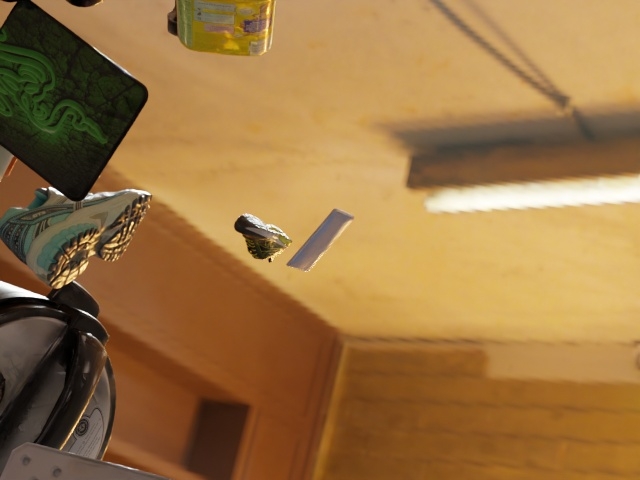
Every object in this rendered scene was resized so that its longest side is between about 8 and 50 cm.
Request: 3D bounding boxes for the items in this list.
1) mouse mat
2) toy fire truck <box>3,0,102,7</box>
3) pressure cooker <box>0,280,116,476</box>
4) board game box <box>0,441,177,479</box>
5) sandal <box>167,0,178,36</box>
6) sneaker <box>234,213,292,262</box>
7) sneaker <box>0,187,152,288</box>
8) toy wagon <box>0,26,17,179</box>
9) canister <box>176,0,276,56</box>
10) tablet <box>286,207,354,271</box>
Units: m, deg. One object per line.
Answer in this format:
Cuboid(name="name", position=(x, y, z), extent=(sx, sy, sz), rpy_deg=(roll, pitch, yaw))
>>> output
Cuboid(name="mouse mat", position=(-0.293, -0.152, 1.472), extent=(0.189, 0.152, 0.007), rpy_deg=(37, 13, 12))
Cuboid(name="toy fire truck", position=(-0.314, -0.379, 1.466), extent=(0.217, 0.246, 0.158), rpy_deg=(4, -25, 1))
Cuboid(name="pressure cooker", position=(-0.517, 0.241, 2.013), extent=(0.420, 0.370, 0.375), rpy_deg=(13, 17, 43))
Cuboid(name="board game box", position=(-0.214, 0.429, 1.370), extent=(0.390, 0.390, 0.050), rpy_deg=(10, -26, 22))
Cuboid(name="sandal", position=(-0.188, -0.420, 2.337), extent=(0.167, 0.107, 0.446), rpy_deg=(-3, 21, -11))
Cuboid(name="sneaker", position=(-0.058, 0.002, 1.292), extent=(0.031, 0.035, 0.083), rpy_deg=(40, 9, 34))
Cuboid(name="sneaker", position=(-0.329, -0.035, 1.834), extent=(0.122, 0.110, 0.283), rpy_deg=(33, 20, 10))
Cuboid(name="toy wagon", position=(-0.511, -0.201, 2.145), extent=(0.068, 0.267, 0.344), rpy_deg=(12, 2, -27))
Cuboid(name="canister", position=(-0.109, -0.282, 1.580), extent=(0.126, 0.073, 0.170), rpy_deg=(5, -19, -3))
Cuboid(name="tablet", position=(0.000, 0.000, 1.489), extent=(0.006, 0.083, 0.054), rpy_deg=(46, 11, 24))
